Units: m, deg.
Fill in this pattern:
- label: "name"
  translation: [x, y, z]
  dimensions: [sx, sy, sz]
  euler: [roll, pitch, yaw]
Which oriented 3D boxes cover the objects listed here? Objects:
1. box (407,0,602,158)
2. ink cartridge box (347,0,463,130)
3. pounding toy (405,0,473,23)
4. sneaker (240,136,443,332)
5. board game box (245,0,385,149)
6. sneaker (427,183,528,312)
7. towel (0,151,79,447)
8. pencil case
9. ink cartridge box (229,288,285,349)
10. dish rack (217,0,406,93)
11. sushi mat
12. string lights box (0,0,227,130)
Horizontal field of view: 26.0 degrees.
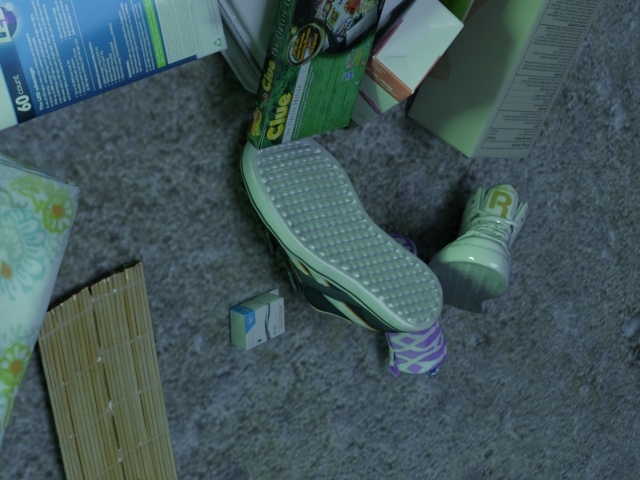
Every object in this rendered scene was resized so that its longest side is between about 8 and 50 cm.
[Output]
- label: "box"
  translation: [0.250, -0.266, 1.772]
  dimensions: [0.148, 0.121, 0.311]
  euler: [-3, 124, -50]
- label: "ink cartridge box"
  translation: [0.076, -0.210, 1.653]
  dimensions: [0.067, 0.198, 0.115]
  euler: [40, 68, -10]
- label: "pounding toy"
  translation: [0.139, -0.349, 1.682]
  dimensions: [0.237, 0.110, 0.183]
  euler: [118, -11, -47]
- label: "sneaker"
  translation: [0.000, 0.000, 1.664]
  dimensions: [0.321, 0.127, 0.126]
  euler: [48, 60, -20]
- label: "board game box"
  translation: [0.004, -0.220, 1.481]
  dimensions: [0.136, 0.030, 0.259]
  euler: [-19, 140, -39]
- label: "sneaker"
  translation: [0.215, -0.009, 1.850]
  dimensions: [0.292, 0.108, 0.169]
  euler: [94, 16, -80]
- label: "towel"
  translation: [-0.390, 0.074, 1.243]
  dimensions: [0.320, 0.090, 0.374]
  euler: [23, 84, -50]
- label: "pencil case"
  translation: [0.107, 0.088, 1.842]
  dimensions: [0.088, 0.086, 0.206]
  euler: [-25, 125, -8]
- label: "ink cartridge box"
  translation: [-0.070, 0.094, 1.676]
  dimensions: [0.083, 0.028, 0.048]
  euler: [-24, 121, -43]
- label: "dish rack"
  translation: [-0.002, -0.305, 1.472]
  dimensions: [0.285, 0.072, 0.333]
  euler: [-43, 148, -6]
- label: "sushi mat"
  translation: [-0.232, 0.187, 1.530]
  dimensions: [0.151, 0.019, 0.316]
  euler: [-28, 123, -39]
- label: "string lights box"
  translation: [-0.227, -0.205, 1.284]
  dimensions: [0.260, 0.077, 0.133]
  euler: [-23, 122, -20]
